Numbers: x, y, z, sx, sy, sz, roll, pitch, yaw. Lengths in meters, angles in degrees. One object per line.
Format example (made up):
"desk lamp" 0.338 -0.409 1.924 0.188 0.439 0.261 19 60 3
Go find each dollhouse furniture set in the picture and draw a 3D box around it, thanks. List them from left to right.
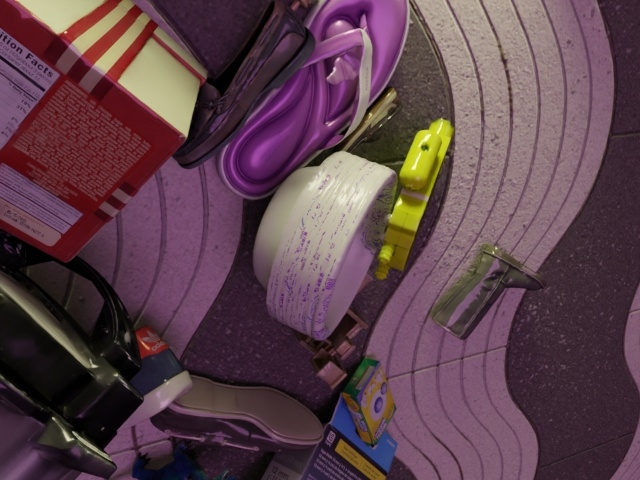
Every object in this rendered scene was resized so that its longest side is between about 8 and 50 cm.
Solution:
"dollhouse furniture set" 0.063 0.165 0.873 0.182 0.161 0.101 -45 120 2

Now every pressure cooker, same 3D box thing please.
"pressure cooker" -0.424 0.173 0.519 0.370 0.376 0.420 48 63 -13

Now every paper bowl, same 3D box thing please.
"paper bowl" 0.000 0.000 0.738 0.148 0.284 0.284 23 105 13

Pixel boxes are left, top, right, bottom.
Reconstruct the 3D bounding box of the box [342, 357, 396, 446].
"box" 0.111 0.354 1.013 0.105 0.043 0.179 -47 130 -39

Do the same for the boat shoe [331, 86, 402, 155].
"boat shoe" 0.082 -0.188 0.792 0.049 0.056 0.152 41 93 -25

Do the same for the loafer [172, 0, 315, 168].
"loafer" -0.129 -0.219 0.660 0.267 0.096 0.084 -44 139 5

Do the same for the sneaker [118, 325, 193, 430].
"sneaker" -0.382 0.260 0.775 0.350 0.131 0.148 -31 85 8

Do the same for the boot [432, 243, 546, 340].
"boot" 0.370 0.132 1.030 0.190 0.076 0.208 28 92 -14

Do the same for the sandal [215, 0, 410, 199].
"sandal" 0.008 -0.223 0.721 0.169 0.102 0.416 34 96 -30

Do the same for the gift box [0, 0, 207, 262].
"gift box" -0.314 -0.163 0.540 0.276 0.258 0.255 -34 124 18

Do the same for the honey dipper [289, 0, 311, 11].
"honey dipper" -0.060 -0.319 0.699 0.030 0.030 0.160 36 98 -30

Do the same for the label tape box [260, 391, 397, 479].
"label tape box" 0.003 0.533 1.014 0.249 0.115 0.347 50 56 -30

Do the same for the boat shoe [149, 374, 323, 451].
"boat shoe" -0.156 0.341 0.902 0.335 0.112 0.095 24 119 -22

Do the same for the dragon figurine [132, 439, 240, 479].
"dragon figurine" -0.291 0.464 0.869 0.289 0.144 0.085 -13 115 -16

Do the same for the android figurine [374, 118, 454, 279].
"android figurine" 0.152 -0.063 0.781 0.248 0.056 0.272 83 31 -65
